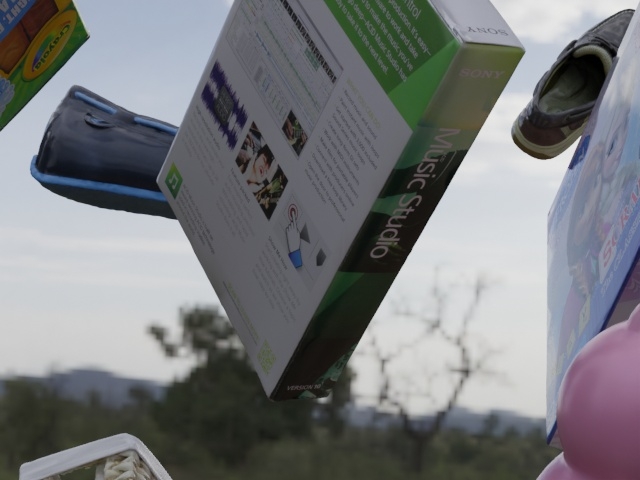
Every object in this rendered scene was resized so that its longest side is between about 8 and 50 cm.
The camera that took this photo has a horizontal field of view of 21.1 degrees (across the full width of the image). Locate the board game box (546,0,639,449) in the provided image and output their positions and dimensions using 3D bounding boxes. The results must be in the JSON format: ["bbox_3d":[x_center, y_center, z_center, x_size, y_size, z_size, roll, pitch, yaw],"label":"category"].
[{"bbox_3d":[0.269,-0.036,1.446,0.065,0.318,0.319,15,-52,-4],"label":"board game box"}]

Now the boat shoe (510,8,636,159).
[{"bbox_3d":[0.281,-0.172,1.777,0.080,0.223,0.073,40,-29,9],"label":"boat shoe"}]

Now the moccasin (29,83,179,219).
[{"bbox_3d":[-0.093,-0.077,1.513,0.342,0.117,0.138,11,-10,12],"label":"moccasin"}]

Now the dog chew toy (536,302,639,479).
[{"bbox_3d":[0.198,0.196,0.969,0.206,0.332,0.206,-2,14,0],"label":"dog chew toy"}]

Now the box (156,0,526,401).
[{"bbox_3d":[-0.001,-0.081,1.180,0.058,0.232,0.322,-2,-44,-33],"label":"box"}]

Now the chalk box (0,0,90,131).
[{"bbox_3d":[-0.294,-0.164,1.192,0.179,0.180,0.289,35,-15,20],"label":"chalk box"}]

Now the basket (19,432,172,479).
[{"bbox_3d":[-0.172,0.259,1.446,0.113,0.103,0.167,-18,-48,13],"label":"basket"}]
